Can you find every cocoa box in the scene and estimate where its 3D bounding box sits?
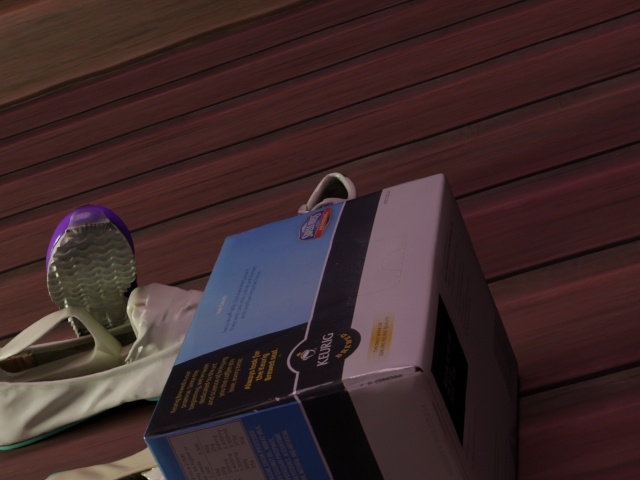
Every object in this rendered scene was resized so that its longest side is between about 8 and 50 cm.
[{"bbox_3d":[0.027,0.135,1.214,0.228,0.231,0.347,-16,23,16],"label":"cocoa box"}]

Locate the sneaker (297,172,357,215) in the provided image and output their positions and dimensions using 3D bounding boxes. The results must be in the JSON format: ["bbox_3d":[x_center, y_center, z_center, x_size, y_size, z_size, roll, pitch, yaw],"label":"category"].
[{"bbox_3d":[0.000,0.000,1.724,0.094,0.091,0.258,-17,23,14],"label":"sneaker"}]

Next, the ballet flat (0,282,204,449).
[{"bbox_3d":[-0.225,0.123,1.609,0.400,0.139,0.139,-19,23,8],"label":"ballet flat"}]

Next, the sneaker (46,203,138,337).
[{"bbox_3d":[-0.271,0.012,1.669,0.102,0.293,0.146,-11,63,-8],"label":"sneaker"}]

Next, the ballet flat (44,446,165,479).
[{"bbox_3d":[-0.166,0.244,1.357,0.248,0.086,0.086,-21,22,19],"label":"ballet flat"}]
